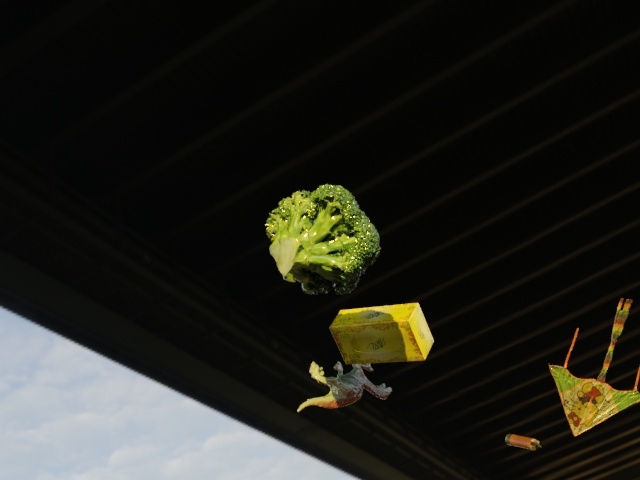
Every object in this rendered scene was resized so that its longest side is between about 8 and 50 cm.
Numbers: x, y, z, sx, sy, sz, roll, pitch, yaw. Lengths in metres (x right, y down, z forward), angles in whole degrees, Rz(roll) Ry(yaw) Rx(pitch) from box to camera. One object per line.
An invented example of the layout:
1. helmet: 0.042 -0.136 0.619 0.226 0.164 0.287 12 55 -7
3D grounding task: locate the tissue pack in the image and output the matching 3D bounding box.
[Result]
1. tissue pack: 0.116 0.181 1.406 0.176 0.062 0.095 -8 -64 33

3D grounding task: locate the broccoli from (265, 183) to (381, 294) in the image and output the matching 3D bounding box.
1. broccoli: 0.000 0.000 1.149 0.156 0.195 0.195 -8 -36 -36

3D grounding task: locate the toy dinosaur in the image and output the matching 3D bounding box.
1. toy dinosaur: 0.041 0.304 1.466 0.053 0.167 0.242 -56 -9 26

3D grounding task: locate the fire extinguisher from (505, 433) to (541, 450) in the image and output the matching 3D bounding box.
1. fire extinguisher: 0.388 0.385 1.396 0.028 0.022 0.083 28 -17 -24

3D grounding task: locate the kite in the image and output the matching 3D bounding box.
1. kite: 0.457 0.208 1.172 0.198 0.006 0.244 15 -78 -12
